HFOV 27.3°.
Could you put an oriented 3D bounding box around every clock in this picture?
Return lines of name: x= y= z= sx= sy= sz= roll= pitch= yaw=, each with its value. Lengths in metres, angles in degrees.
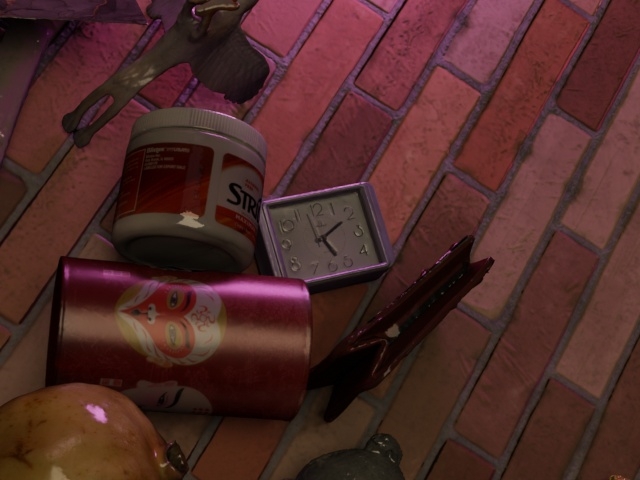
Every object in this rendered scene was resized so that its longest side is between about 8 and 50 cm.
clock: x=0.000 y=-0.001 z=1.960 sx=0.193 sy=0.073 sz=0.144 roll=-12 pitch=76 yaw=-20

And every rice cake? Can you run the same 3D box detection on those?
rice cake: x=-0.470 y=-0.168 z=1.889 sx=0.073 sy=0.056 sz=0.364 roll=18 pitch=67 yaw=-8

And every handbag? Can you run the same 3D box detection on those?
handbag: x=0.103 y=0.123 z=1.847 sx=0.275 sy=0.260 sz=0.084 roll=-40 pitch=84 yaw=-26

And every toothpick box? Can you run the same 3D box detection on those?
toothpick box: x=-0.195 y=0.135 z=1.786 sx=0.333 sy=0.204 sz=0.204 roll=6 pitch=70 yaw=-13

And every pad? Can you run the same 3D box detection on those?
pad: x=-0.449 y=-0.361 z=1.889 sx=0.368 sy=0.007 sz=0.247 roll=0 pitch=29 yaw=-19

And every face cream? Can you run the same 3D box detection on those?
face cream: x=-0.183 y=-0.062 z=1.856 sx=0.201 sy=0.201 sz=0.187 roll=12 pitch=68 yaw=-12

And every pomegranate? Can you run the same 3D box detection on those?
pomegranate: x=-0.304 y=0.341 z=1.612 sx=0.333 sy=0.332 sz=0.332 roll=5 pitch=70 yaw=-15

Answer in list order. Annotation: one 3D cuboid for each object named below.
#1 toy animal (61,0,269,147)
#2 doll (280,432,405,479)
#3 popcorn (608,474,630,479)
toy animal: x=-0.220 y=-0.279 z=1.878 sx=0.284 sy=0.302 sz=0.225 roll=-37 pitch=88 yaw=-29
doll: x=0.095 y=0.429 z=1.794 sx=0.246 sy=0.158 sz=0.340 roll=-33 pitch=86 yaw=-11
popcorn: x=0.445 y=0.390 z=1.966 sx=0.083 sy=0.068 sz=0.059 roll=2 pitch=25 yaw=8
